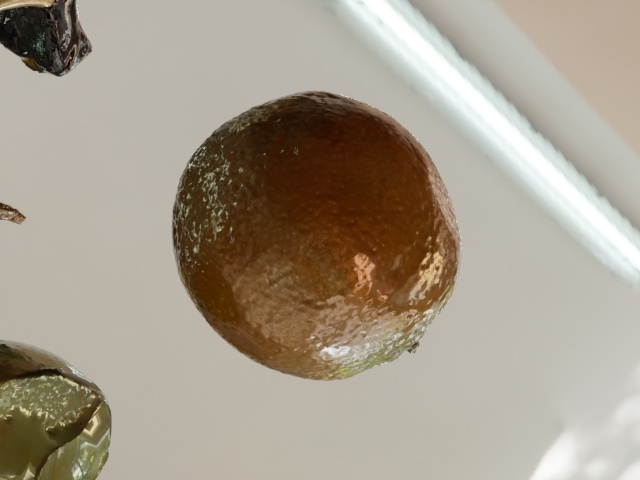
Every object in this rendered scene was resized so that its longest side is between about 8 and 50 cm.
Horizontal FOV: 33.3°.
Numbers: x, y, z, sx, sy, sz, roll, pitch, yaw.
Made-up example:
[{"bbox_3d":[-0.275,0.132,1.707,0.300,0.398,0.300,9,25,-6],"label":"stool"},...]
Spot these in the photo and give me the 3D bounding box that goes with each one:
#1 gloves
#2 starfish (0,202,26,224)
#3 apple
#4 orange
[{"bbox_3d":[-0.479,-0.392,1.644,0.152,0.197,0.301,-59,-42,-15],"label":"gloves"},{"bbox_3d":[-0.523,-0.042,1.448,0.240,0.227,0.043,11,-101,-85],"label":"starfish"},{"bbox_3d":[-0.301,0.179,0.970,0.188,0.207,0.174,48,-169,-43],"label":"apple"},{"bbox_3d":[0.000,0.000,0.960,0.264,0.264,0.264,38,-147,-31],"label":"orange"}]
